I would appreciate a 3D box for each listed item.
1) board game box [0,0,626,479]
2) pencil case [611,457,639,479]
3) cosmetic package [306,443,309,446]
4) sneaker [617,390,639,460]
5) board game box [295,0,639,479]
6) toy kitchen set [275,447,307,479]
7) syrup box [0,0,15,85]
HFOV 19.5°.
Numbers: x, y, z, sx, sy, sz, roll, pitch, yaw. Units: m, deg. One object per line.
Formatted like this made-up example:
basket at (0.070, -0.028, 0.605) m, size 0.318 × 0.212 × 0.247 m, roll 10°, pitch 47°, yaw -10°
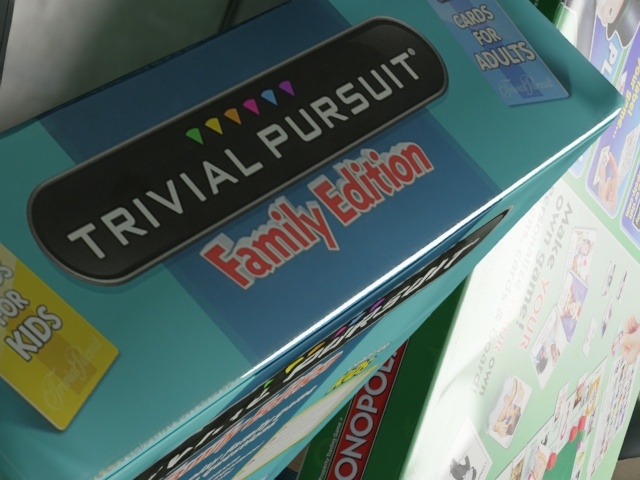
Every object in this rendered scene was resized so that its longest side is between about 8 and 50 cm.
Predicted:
board game box at (-0.090, 0.076, 0.542) m, size 0.254 × 0.079 × 0.336 m, roll -33°, pitch 167°, yaw -49°
pencil case at (0.315, 0.158, 1.144) m, size 0.160 × 0.410 × 0.184 m, roll -11°, pitch 112°, yaw -61°
cosmetic package at (0.000, 0.000, 0.795) m, size 0.238 × 0.107 × 0.127 m, roll -18°, pitch 123°, yaw -53°
sneaker at (0.169, 0.004, 1.097) m, size 0.126 × 0.127 × 0.321 m, roll 53°, pitch 31°, yaw -22°
board game box at (0.095, 0.016, 0.807) m, size 0.213 × 0.046 × 0.317 m, roll 39°, pitch 68°, yaw -57°
toy kitchen set at (0.050, 0.188, 0.995) m, size 0.207 × 0.122 × 0.166 m, roll 18°, pitch 93°, yaw -62°
syrup box at (-0.140, -0.083, 0.485) m, size 0.096 × 0.093 × 0.237 m, roll -17°, pitch 124°, yaw -56°
